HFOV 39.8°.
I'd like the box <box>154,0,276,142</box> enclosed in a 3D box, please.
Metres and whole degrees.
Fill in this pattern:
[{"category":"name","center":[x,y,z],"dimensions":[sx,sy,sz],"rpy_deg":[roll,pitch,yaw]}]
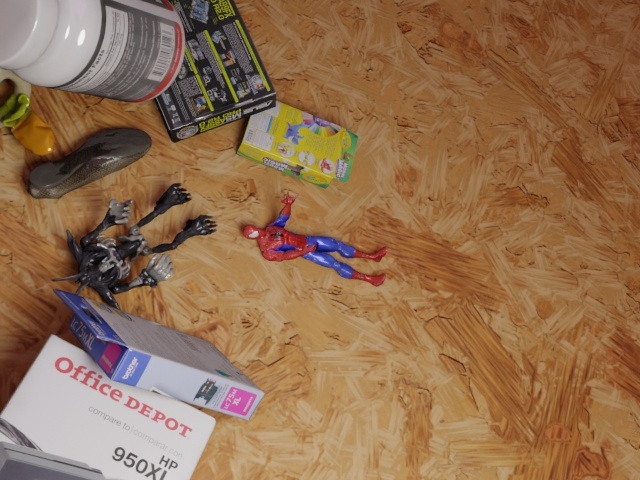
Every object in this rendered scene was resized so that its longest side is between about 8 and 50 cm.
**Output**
[{"category":"box","center":[-0.233,-0.346,1.698],"dimensions":[0.216,0.060,0.270],"rpy_deg":[-22,75,-11]}]

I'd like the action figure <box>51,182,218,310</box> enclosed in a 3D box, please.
[{"category":"action figure","center":[-0.313,0.004,1.485],"dimensions":[0.275,0.141,0.164],"rpy_deg":[-38,96,-34]}]

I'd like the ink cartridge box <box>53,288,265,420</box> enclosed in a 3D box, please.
[{"category":"ink cartridge box","center":[-0.251,0.173,1.336],"dimensions":[0.311,0.185,0.065],"rpy_deg":[30,91,-41]}]

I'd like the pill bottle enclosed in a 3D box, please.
[{"category":"pill bottle","center":[-0.408,-0.354,1.483],"dimensions":[0.210,0.210,0.363],"rpy_deg":[60,23,12]}]

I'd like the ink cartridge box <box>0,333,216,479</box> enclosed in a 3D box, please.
[{"category":"ink cartridge box","center":[-0.367,0.378,1.260],"dimensions":[0.285,0.166,0.395],"rpy_deg":[29,57,-7]}]

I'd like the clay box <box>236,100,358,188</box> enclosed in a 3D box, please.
[{"category":"clay box","center":[-0.043,-0.190,1.742],"dimensions":[0.222,0.053,0.128],"rpy_deg":[21,59,-12]}]

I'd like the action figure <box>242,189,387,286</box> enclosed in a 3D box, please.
[{"category":"action figure","center":[0.000,0.000,1.623],"dimensions":[0.280,0.139,0.092],"rpy_deg":[13,60,-14]}]

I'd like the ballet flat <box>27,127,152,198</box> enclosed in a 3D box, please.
[{"category":"ballet flat","center":[-0.406,-0.132,1.567],"dimensions":[0.084,0.058,0.250],"rpy_deg":[36,48,23]}]

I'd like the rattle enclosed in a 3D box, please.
[{"category":"rattle","center":[-0.529,-0.245,1.466],"dimensions":[0.130,0.200,0.143],"rpy_deg":[-18,54,-21]}]
